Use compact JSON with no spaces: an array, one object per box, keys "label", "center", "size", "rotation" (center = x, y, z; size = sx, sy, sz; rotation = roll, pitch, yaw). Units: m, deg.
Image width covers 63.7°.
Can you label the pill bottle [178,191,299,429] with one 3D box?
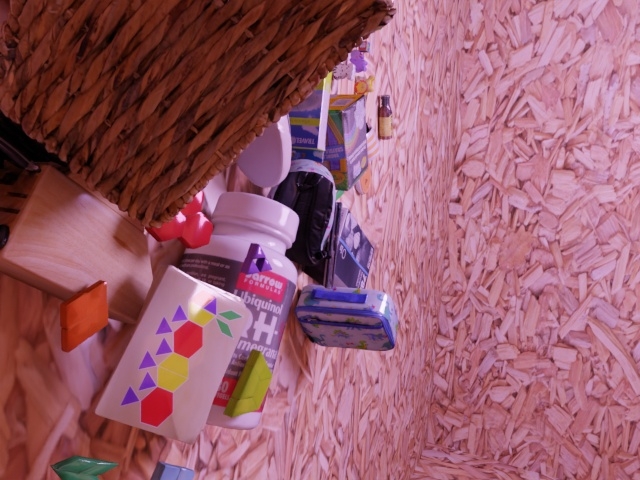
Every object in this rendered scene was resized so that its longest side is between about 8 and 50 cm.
[{"label":"pill bottle","center":[-0.134,0.098,0.761],"size":[0.176,0.177,0.318],"rotation":[44,58,-62]}]

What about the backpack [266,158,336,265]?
[{"label":"backpack","center":[-0.043,-0.057,0.938],"size":[0.115,0.152,0.181],"rotation":[-109,-147,-62]}]

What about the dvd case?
[{"label":"dvd case","center":[0.000,0.000,1.064],"size":[0.221,0.018,0.164],"rotation":[-160,-104,-75]}]

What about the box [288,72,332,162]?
[{"label":"box","center":[-0.041,-0.237,0.949],"size":[0.042,0.109,0.178],"rotation":[-7,103,-70]}]

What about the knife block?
[{"label":"knife block","center":[-0.288,0.001,0.497],"size":[0.242,0.088,0.275],"rotation":[-37,130,-57]}]

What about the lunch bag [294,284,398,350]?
[{"label":"lunch bag","center":[0.059,0.176,1.167],"size":[0.176,0.219,0.090],"rotation":[70,30,-48]}]

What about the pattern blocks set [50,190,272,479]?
[{"label":"pattern blocks set","center":[-0.160,0.126,0.588],"size":[0.285,0.026,0.324],"rotation":[49,56,-36]}]

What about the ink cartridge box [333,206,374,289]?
[{"label":"ink cartridge box","center":[0.075,0.054,1.359],"size":[0.332,0.065,0.165],"rotation":[49,52,-61]}]

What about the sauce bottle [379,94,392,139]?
[{"label":"sauce bottle","center":[0.193,-0.363,1.516],"size":[0.042,0.042,0.128],"rotation":[-48,140,-52]}]

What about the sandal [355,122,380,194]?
[{"label":"sandal","center":[0.126,-0.231,1.364],"size":[0.265,0.076,0.101],"rotation":[71,35,-46]}]

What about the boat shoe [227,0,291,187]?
[{"label":"boat shoe","center":[-0.082,-0.264,0.820],"size":[0.158,0.127,0.340],"rotation":[-45,137,-43]}]

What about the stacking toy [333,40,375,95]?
[{"label":"stacking toy","center":[0.093,-0.474,1.241],"size":[0.167,0.052,0.220],"rotation":[-12,111,-67]}]

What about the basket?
[{"label":"basket","center":[-0.120,-0.202,0.473],"size":[0.213,0.299,0.223],"rotation":[44,16,-25]}]

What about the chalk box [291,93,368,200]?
[{"label":"chalk box","center":[0.017,-0.185,1.071],"size":[0.132,0.132,0.212],"rotation":[-50,142,-52]}]
